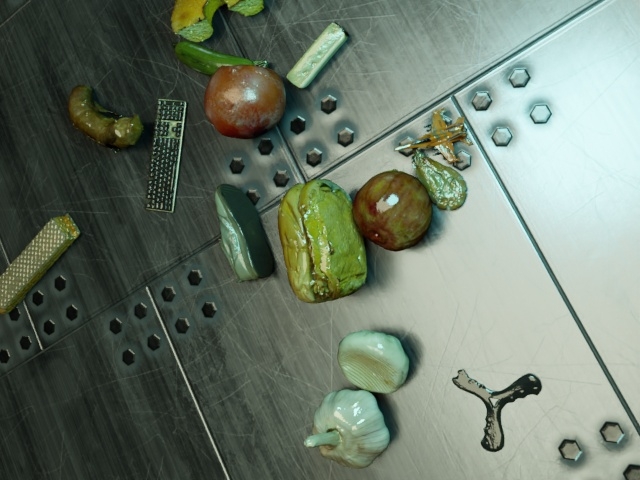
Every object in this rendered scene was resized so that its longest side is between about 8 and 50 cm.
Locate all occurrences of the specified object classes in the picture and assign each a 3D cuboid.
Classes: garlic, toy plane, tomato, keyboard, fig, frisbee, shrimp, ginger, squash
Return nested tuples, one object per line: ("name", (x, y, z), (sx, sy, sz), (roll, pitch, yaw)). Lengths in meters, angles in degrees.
("garlic", (0.045, 0.455, 1.729), (0.199, 0.226, 0.199), (1, 92, 32))
("toy plane", (0.264, -0.238, 1.739), (0.188, 0.062, 0.135), (-18, 82, 6))
("tomato", (-0.192, -0.351, 1.871), (0.208, 0.208, 0.184), (6, 100, 23))
("keyboard", (-0.442, -0.240, 2.071), (0.106, 0.027, 0.317), (7, 92, 23))
("fig", (0.172, -0.082, 1.726), (0.205, 0.205, 0.205), (-1, 88, 23))
("frisbee", (0.387, 0.370, 1.703), (0.187, 0.012, 0.211), (30, 101, 22))
("shrimp", (0.276, -0.152, 1.755), (0.091, 0.043, 0.184), (-43, 79, 9))
("ginger", (-0.630, -0.344, 2.114), (0.309, 0.107, 0.133), (27, 113, 25))
("squash", (-0.289, -0.484, 1.987), (0.318, 0.071, 0.080), (19, 93, 22))

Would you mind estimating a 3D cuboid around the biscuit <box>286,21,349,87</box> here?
("biscuit", (-0.006, -0.471, 1.877), (0.056, 0.052, 0.188), (44, 106, 1))

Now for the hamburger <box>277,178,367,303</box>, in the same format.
("hamburger", (0.000, 0.000, 1.733), (0.158, 0.318, 0.319), (-14, 83, 19))

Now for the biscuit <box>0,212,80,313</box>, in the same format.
("biscuit", (-0.877, 0.074, 2.232), (0.378, 0.054, 0.094), (-43, 74, 16))

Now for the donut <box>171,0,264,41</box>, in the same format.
("donut", (-0.277, -0.650, 1.964), (0.259, 0.101, 0.152), (-20, 72, 17))

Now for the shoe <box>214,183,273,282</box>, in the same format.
("shoe", (-0.219, -0.017, 1.931), (0.098, 0.103, 0.275), (-26, 77, 32))

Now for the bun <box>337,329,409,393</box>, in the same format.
("bun", (0.132, 0.282, 1.767), (0.183, 0.102, 0.183), (16, 130, 20))
